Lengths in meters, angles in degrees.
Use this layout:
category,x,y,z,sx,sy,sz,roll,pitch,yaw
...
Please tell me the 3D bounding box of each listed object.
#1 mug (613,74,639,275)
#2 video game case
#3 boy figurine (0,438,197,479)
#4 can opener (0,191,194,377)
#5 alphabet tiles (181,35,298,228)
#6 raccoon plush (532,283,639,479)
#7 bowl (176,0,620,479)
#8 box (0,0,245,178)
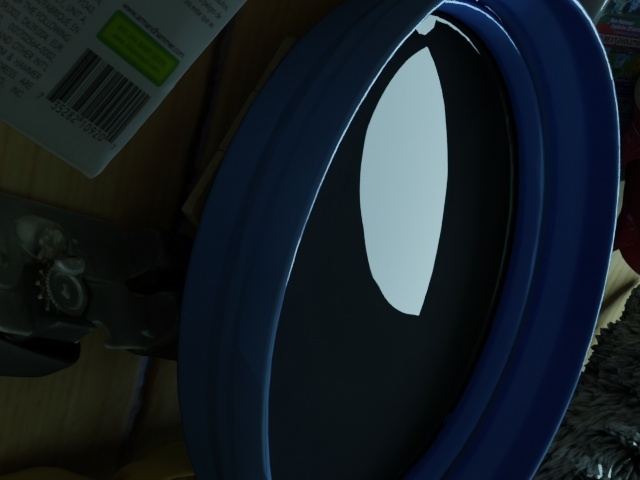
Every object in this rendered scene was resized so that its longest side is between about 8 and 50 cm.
category,x,y,z,sx,sy,sz,roll,pitch,yaw
mug,0.278,-0.046,0.998,0.150,0.113,0.169,-37,143,-20
video game case,0.229,-0.125,0.978,0.201,0.023,0.183,-4,128,-48
boy figurine,-0.160,0.217,0.768,0.285,0.092,0.177,-28,109,-24
can opener,-0.108,0.038,0.718,0.095,0.076,0.283,-24,158,25
alphabet tiles,0.000,0.000,0.759,0.198,0.009,0.237,-61,145,-21
raccoon plush,0.230,0.183,1.161,0.446,0.216,0.299,2,115,-51
bowl,0.061,0.028,0.774,0.391,0.077,0.391,-27,125,-47
box,-0.119,-0.128,0.372,0.103,0.203,0.114,-50,147,1
